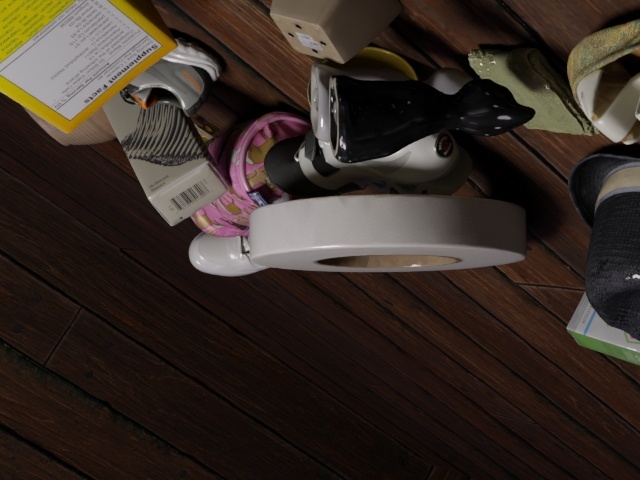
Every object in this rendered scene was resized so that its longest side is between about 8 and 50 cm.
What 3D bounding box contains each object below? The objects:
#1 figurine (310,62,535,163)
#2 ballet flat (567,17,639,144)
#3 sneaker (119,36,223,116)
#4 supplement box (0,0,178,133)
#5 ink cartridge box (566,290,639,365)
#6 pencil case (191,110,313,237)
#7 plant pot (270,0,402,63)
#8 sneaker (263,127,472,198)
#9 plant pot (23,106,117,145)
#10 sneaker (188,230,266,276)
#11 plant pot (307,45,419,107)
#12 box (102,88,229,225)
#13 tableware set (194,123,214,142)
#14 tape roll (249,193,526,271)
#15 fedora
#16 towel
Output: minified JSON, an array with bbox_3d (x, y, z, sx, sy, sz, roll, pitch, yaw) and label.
[{"bbox_3d":[0.105,-0.147,1.391,0.210,0.092,0.215,-3,-166,-8],"label":"figurine"},{"bbox_3d":[0.309,-0.146,1.170,0.123,0.123,0.348,33,165,-11],"label":"ballet flat"},{"bbox_3d":[-0.286,-0.258,1.883,0.272,0.108,0.100,16,166,15],"label":"sneaker"},{"bbox_3d":[-0.369,-0.315,1.529,0.195,0.194,0.356,59,-169,29],"label":"supplement box"},{"bbox_3d":[0.461,0.117,1.758,0.209,0.109,0.062,18,162,39],"label":"ink cartridge box"},{"bbox_3d":[-0.107,-0.097,2.044,0.160,0.167,0.386,18,171,-18],"label":"pencil case"},{"bbox_3d":[0.008,-0.260,1.405,0.109,0.096,0.109,20,162,33],"label":"plant pot"},{"bbox_3d":[0.037,-0.140,1.722,0.331,0.122,0.146,0,143,39],"label":"sneaker"},{"bbox_3d":[-0.430,-0.237,2.137,0.237,0.110,0.237,47,-177,-4],"label":"plant pot"},{"bbox_3d":[-0.081,-0.008,2.244,0.293,0.108,0.169,-5,166,-13],"label":"sneaker"},{"bbox_3d":[0.054,-0.155,1.554,0.134,0.134,0.095,25,153,19],"label":"plant pot"},{"bbox_3d":[-0.249,-0.165,1.944,0.275,0.113,0.094,58,-179,32],"label":"box"},{"bbox_3d":[-0.249,-0.218,2.190,0.154,0.024,0.104,32,169,-11],"label":"tableware set"},{"bbox_3d":[0.093,-0.004,1.775,0.392,0.072,0.392,0,173,0],"label":"tape roll"},{"bbox_3d":[0.406,0.034,1.503,0.334,0.152,0.334,28,165,8],"label":"fedora"},{"bbox_3d":[0.238,-0.165,1.413,0.148,0.027,0.110,39,164,-33],"label":"towel"}]
